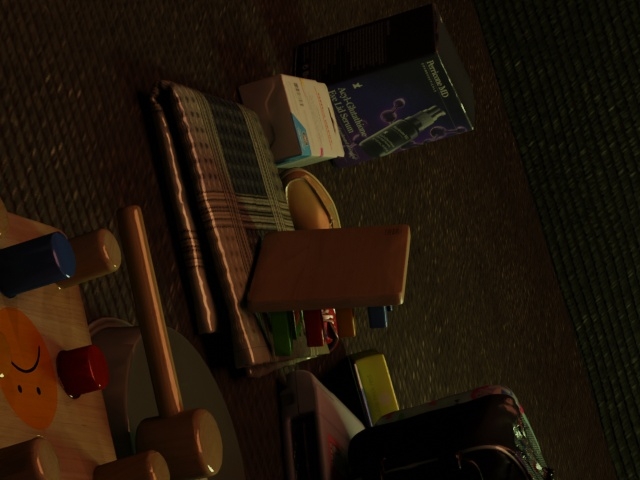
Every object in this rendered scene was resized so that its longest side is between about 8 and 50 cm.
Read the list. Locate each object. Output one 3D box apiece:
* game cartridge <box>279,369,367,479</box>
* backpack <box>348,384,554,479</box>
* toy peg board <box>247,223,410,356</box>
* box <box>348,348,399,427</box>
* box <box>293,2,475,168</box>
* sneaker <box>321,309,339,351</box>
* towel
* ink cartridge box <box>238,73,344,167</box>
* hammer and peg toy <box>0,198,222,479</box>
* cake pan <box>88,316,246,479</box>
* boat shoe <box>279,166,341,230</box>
[{"bbox_3d":[0.021,0.313,2.096,0.196,0.060,0.294,55,25,-56],"label":"game cartridge"},{"bbox_3d":[0.162,0.300,2.078,0.253,0.225,0.191,62,23,-22],"label":"backpack"},{"bbox_3d":[0.015,0.056,1.980,0.161,0.160,0.079,-79,164,-62],"label":"toy peg board"},{"bbox_3d":[0.069,0.191,2.286,0.178,0.042,0.109,158,-84,-89],"label":"box"},{"bbox_3d":[0.088,-0.207,2.508,0.108,0.207,0.153,-89,156,-45],"label":"box"},{"bbox_3d":[-0.006,0.082,2.231,0.067,0.042,0.118,-90,159,-51],"label":"sneaker"},{"bbox_3d":[-0.091,-0.007,2.058,0.312,0.056,0.324,6,66,-75],"label":"towel"},{"bbox_3d":[-0.034,-0.146,2.320,0.181,0.061,0.104,-4,78,-72],"label":"ink cartridge box"},{"bbox_3d":[-0.214,0.097,1.426,0.361,0.127,0.266,22,52,-69],"label":"hammer and peg toy"},{"bbox_3d":[-0.140,0.206,1.682,0.293,0.054,0.293,-16,90,-73],"label":"cake pan"},{"bbox_3d":[0.000,0.000,2.256,0.072,0.068,0.190,-112,177,-62],"label":"boat shoe"}]
